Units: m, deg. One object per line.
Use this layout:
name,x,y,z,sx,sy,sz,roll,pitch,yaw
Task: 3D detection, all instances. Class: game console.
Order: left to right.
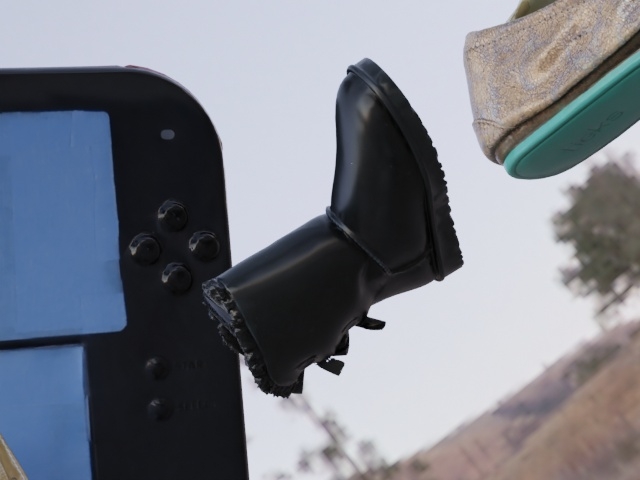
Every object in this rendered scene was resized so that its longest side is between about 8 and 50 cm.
game console,-0.235,0.063,1.088,0.387,0.342,0.060,-3,-7,-23

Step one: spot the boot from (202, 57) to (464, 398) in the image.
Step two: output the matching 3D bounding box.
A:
boot,0.000,-0.001,0.663,0.099,0.045,0.121,-32,-42,-10

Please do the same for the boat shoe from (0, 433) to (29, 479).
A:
boat shoe,-0.169,0.184,1.010,0.072,0.190,0.068,-8,-25,-35

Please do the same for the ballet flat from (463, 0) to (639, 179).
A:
ballet flat,0.193,-0.146,0.889,0.316,0.106,0.107,-31,-25,31
